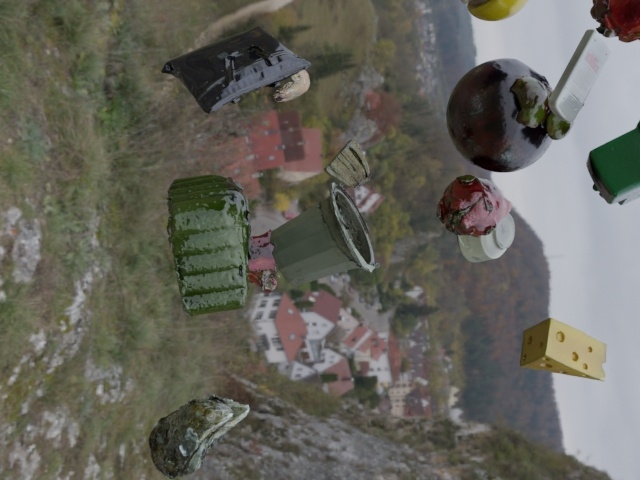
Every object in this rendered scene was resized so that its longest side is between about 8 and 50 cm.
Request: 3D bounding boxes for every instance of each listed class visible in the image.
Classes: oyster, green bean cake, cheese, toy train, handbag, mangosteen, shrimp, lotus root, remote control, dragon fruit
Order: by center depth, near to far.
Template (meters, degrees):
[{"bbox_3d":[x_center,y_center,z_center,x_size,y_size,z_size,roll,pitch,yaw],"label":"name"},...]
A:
[{"bbox_3d":[-0.176,-0.362,1.230,0.211,0.254,0.088,43,-25,35],"label":"handbag"},{"bbox_3d":[0.561,-0.353,1.274,0.088,0.029,0.190,27,91,-34],"label":"remote control"},{"bbox_3d":[0.565,0.255,1.334,0.126,0.171,0.093,109,-4,-65],"label":"cheese"},{"bbox_3d":[0.761,-0.177,1.385,0.178,0.249,0.429,67,15,15],"label":"toy train"},{"bbox_3d":[-0.319,0.493,1.501,0.162,0.351,0.158,58,26,7],"label":"oyster"},{"bbox_3d":[0.507,-0.344,1.549,0.306,0.360,0.305,14,62,-29],"label":"mangosteen"},{"bbox_3d":[-0.281,0.008,1.560,0.319,0.218,0.334,-115,-162,-62],"label":"green bean cake"},{"bbox_3d":[0.406,-0.090,1.665,0.269,0.200,0.198,1,-67,70],"label":"dragon fruit"},{"bbox_3d":[0.926,-0.718,1.757,0.243,0.307,0.227,-6,122,-37],"label":"dragon fruit"},{"bbox_3d":[-0.220,0.091,1.897,0.262,0.211,0.134,-16,133,-39],"label":"dragon fruit"},{"bbox_3d":[0.096,-0.241,1.968,0.144,0.143,0.070,50,-5,-10],"label":"lotus root"},{"bbox_3d":[-0.119,-0.596,2.209,0.236,0.053,0.133,-43,124,-40],"label":"shrimp"}]

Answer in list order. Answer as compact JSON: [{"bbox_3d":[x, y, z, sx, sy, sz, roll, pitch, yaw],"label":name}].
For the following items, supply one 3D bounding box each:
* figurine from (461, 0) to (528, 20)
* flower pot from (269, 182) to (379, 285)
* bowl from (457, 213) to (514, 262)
[{"bbox_3d":[0.352,-0.646,1.370,0.187,0.344,0.215,-137,-121,-62],"label":"figurine"},{"bbox_3d":[0.000,0.000,1.748,0.290,0.259,0.290,56,21,-34],"label":"flower pot"},{"bbox_3d":[0.594,-0.035,2.060,0.238,0.126,0.237,-4,95,-43],"label":"bowl"}]
